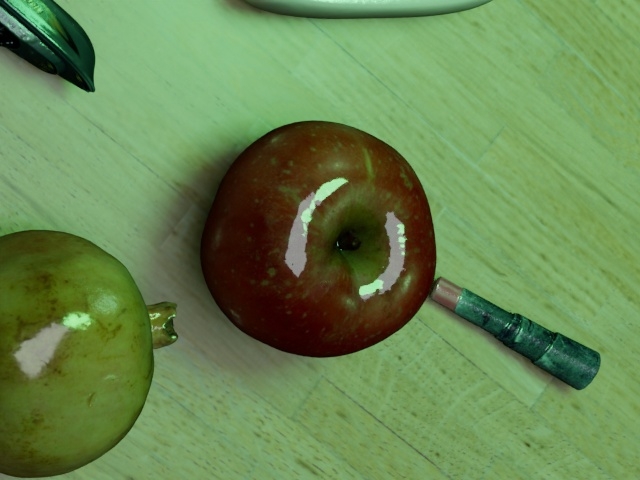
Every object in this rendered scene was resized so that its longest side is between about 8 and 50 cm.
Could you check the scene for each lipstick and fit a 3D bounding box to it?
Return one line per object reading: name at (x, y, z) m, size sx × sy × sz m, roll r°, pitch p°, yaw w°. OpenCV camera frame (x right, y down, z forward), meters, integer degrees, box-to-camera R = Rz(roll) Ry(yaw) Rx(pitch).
lipstick at (0.229, 0.108, 2.060) m, size 0.234 × 0.053 × 0.053 m, roll 28°, pitch 85°, yaw -19°

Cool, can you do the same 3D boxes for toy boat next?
toy boat at (-0.328, -0.237, 1.794) m, size 0.246 × 0.093 × 0.103 m, roll 41°, pitch 73°, yaw -19°

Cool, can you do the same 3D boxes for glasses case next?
glasses case at (0.058, -0.287, 1.923) m, size 0.297 × 0.113 × 0.075 m, roll -5°, pitch 99°, yaw -21°

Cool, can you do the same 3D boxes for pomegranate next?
pomegranate at (-0.274, 0.113, 1.778) m, size 0.270 × 0.229 × 0.252 m, roll -8°, pitch 99°, yaw -25°

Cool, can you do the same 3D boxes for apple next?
apple at (0.000, 0.000, 1.874) m, size 0.260 × 0.216 × 0.260 m, roll -2°, pitch 95°, yaw -21°
